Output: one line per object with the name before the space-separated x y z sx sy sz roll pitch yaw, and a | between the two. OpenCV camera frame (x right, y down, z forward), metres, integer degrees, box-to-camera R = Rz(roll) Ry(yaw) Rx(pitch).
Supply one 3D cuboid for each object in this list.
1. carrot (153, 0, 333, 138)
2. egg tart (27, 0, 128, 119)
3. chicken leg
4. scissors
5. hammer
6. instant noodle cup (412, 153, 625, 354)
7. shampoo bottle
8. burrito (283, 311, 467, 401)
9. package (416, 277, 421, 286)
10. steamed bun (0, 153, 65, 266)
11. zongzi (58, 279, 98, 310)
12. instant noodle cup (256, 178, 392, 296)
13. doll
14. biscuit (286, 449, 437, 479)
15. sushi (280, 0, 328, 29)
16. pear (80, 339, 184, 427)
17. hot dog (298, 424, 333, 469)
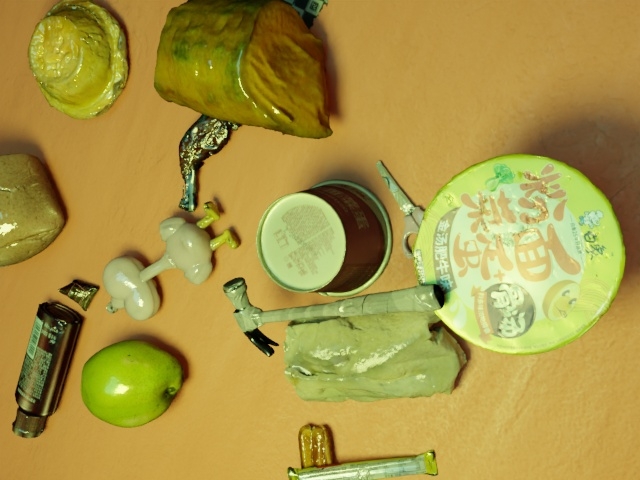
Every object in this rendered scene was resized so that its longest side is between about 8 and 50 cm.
carrot | -0.133 -0.336 1.310 0.340 0.241 0.242 16 98 26
egg tart | -0.567 -0.417 1.578 0.288 0.118 0.289 2 95 21
chicken leg | -0.256 -0.182 1.476 0.105 0.051 0.253 32 107 15
scissors | 0.163 -0.064 1.301 0.110 0.021 0.212 -37 78 19
hammer | 0.011 0.109 1.163 0.426 0.044 0.152 -13 107 37
instant noodle cup | 0.327 0.020 1.119 0.311 0.221 0.312 0 91 25
shampoo bottle | -0.665 0.317 1.662 0.129 0.084 0.323 24 102 26
burrito | 0.094 0.214 1.279 0.331 0.135 0.191 -8 90 24
package | 0.191 0.106 1.290 0.059 0.029 0.083 33 115 13
steamed bun | -0.779 -0.070 1.615 0.301 0.199 0.252 -23 75 14
zongzi | -0.575 0.115 1.636 0.083 0.073 0.067 26 106 -19
instant noodle cup | 0.000 0.000 1.292 0.234 0.178 0.235 1 93 23
doll | -0.347 0.059 1.501 0.365 0.094 0.160 -35 88 23
biscuit | 0.077 0.444 1.325 0.291 0.026 0.048 -10 95 11
sushi | -0.097 -0.480 1.400 0.201 0.031 0.139 40 106 18
pear | -0.404 0.311 1.495 0.219 0.187 0.188 1 92 6
hot dog | -0.007 0.454 1.383 0.071 0.045 0.165 -5 90 23
